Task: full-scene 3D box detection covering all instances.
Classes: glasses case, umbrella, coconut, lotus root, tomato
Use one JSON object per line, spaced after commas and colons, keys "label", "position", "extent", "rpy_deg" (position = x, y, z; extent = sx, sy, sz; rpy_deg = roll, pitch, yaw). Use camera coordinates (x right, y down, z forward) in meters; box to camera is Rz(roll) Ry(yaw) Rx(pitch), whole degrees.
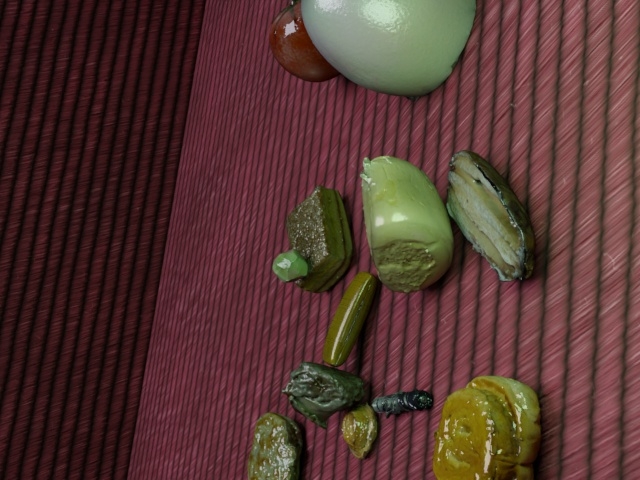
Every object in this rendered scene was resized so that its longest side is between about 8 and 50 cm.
{"label": "glasses case", "position": [0.069, 0.183, 1.934], "extent": [0.234, 0.064, 0.079], "rpy_deg": [-66, 16, -6]}
{"label": "umbrella", "position": [0.161, 0.336, 1.711], "extent": [0.050, 0.046, 0.188], "rpy_deg": [-40, 7, -30]}
{"label": "coconut", "position": [-0.077, 0.065, 2.070], "extent": [0.081, 0.082, 0.083], "rpy_deg": [45, 141, 50]}
{"label": "lotus root", "position": [0.327, -0.049, 1.524], "extent": [0.329, 0.078, 0.167], "rpy_deg": [-114, 20, -50]}
{"label": "tomato", "position": [-0.002, -0.556, 2.258], "extent": [0.265, 0.265, 0.265], "rpy_deg": [-40, 43, 53]}

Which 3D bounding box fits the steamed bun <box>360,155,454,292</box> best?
{"label": "steamed bun", "position": [0.178, -0.041, 1.672], "extent": [0.273, 0.166, 0.232], "rpy_deg": [69, -165, -48]}

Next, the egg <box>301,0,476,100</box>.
{"label": "egg", "position": [0.122, -0.522, 1.871], "extent": [0.354, 0.340, 0.354], "rpy_deg": [-36, 49, 54]}

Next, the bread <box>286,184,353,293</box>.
{"label": "bread", "position": [0.000, 0.000, 2.156], "extent": [0.184, 0.110, 0.234], "rpy_deg": [-47, 40, 43]}

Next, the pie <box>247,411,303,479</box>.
{"label": "pie", "position": [-0.112, 0.575, 2.135], "extent": [0.201, 0.090, 0.248], "rpy_deg": [11, 89, 55]}

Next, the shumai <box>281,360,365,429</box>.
{"label": "shumai", "position": [0.004, 0.355, 1.877], "extent": [0.184, 0.184, 0.142], "rpy_deg": [16, 88, 65]}

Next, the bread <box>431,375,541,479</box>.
{"label": "bread", "position": [0.276, 0.342, 1.377], "extent": [0.198, 0.120, 0.236], "rpy_deg": [175, 106, -67]}

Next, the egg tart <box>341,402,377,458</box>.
{"label": "egg tart", "position": [0.080, 0.423, 1.845], "extent": [0.129, 0.049, 0.129], "rpy_deg": [-169, 90, -67]}
